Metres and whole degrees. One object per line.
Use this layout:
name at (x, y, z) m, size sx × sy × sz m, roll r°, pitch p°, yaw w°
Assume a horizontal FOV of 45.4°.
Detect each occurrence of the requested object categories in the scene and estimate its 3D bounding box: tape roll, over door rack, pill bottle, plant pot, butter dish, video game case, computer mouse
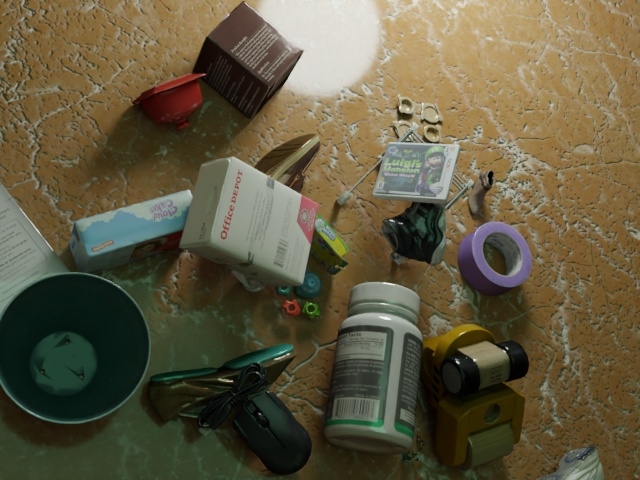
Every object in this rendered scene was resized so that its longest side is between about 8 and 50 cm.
tape roll at (0.474, 0.050, 2.086) m, size 0.189 × 0.080 × 0.189 m, roll 8°, pitch 66°, yaw -19°
over door rack at (0.219, -0.124, 2.047) m, size 0.239 × 0.108 × 0.324 m, roll 45°, pitch 74°, yaw 0°
pill bottle at (0.130, 0.294, 1.771) m, size 0.204 × 0.204 × 0.361 m, roll 18°, pitch 64°, yaw -15°
plant pot at (-0.505, 0.229, 1.534) m, size 0.290 × 0.195 × 0.290 m, roll 8°, pitch 69°, yaw -22°
butter dish at (-0.355, -0.330, 1.873) m, size 0.160 × 0.160 × 0.118 m, roll -28°, pitch 105°, yaw -30°
video game case at (0.241, -0.173, 1.926) m, size 0.190 × 0.022 × 0.173 m, roll 5°, pitch 59°, yaw 24°
computer mouse at (-0.115, 0.413, 1.646) m, size 0.188 × 0.072 × 0.272 m, roll -45°, pitch 111°, yaw -9°

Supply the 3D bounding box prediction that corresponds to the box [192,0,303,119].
box at (-0.186, -0.460, 1.967) m, size 0.203 × 0.167 × 0.168 m, roll 39°, pitch 61°, yaw -4°

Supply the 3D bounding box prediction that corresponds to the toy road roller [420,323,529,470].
toy road roller at (0.351, 0.362, 1.870) m, size 0.202 × 0.240 × 0.330 m, roll -10°, pitch 111°, yaw -26°

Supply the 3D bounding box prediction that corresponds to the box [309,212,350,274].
box at (0.000, 0.000, 1.894) m, size 0.043 × 0.105 × 0.179 m, roll -39°, pitch 88°, yaw -29°

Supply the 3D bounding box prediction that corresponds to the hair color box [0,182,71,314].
hair color box at (-0.709, -0.004, 1.596) m, size 0.185 × 0.113 × 0.374 m, roll -37°, pitch 87°, yaw -30°

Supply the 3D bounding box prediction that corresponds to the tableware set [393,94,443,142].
tableware set at (0.283, -0.344, 2.201) m, size 0.168 × 0.020 × 0.141 m, roll 6°, pitch 67°, yaw -20°

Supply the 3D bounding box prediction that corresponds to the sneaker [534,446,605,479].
sneaker at (0.611, 0.628, 1.896) m, size 0.297 × 0.111 × 0.129 m, roll -24°, pitch 86°, yaw -28°

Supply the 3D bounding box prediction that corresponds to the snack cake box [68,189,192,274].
snack cake box at (-0.411, -0.016, 1.701) m, size 0.264 × 0.152 × 0.089 m, roll -19°, pitch 78°, yaw -28°

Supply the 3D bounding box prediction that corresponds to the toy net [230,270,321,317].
toy net at (-0.108, 0.114, 1.842) m, size 0.232 × 0.045 × 0.122 m, roll 13°, pitch 74°, yaw -15°

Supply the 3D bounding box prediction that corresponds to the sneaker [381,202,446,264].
sneaker at (0.233, -0.073, 1.933) m, size 0.153 × 0.101 × 0.269 m, roll 2°, pitch 77°, yaw -8°

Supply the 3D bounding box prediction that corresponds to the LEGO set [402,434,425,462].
LEGO set at (0.218, 0.503, 1.832) m, size 0.083 × 0.023 × 0.054 m, roll -15°, pitch 78°, yaw -41°

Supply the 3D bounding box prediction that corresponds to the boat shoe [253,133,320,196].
boat shoe at (-0.104, -0.137, 1.916) m, size 0.342 × 0.123 × 0.123 m, roll -50°, pitch 123°, yaw -33°

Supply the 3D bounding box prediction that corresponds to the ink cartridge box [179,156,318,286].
ink cartridge box at (-0.153, -0.036, 1.712) m, size 0.283 × 0.117 × 0.207 m, roll 27°, pitch 68°, yaw -41°

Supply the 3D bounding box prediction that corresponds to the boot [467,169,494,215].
boot at (0.454, -0.139, 2.149) m, size 0.042 × 0.087 × 0.118 m, roll 15°, pitch 65°, yaw -19°

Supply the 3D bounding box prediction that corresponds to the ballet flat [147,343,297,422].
ballet flat at (-0.206, 0.323, 1.685) m, size 0.342 × 0.116 × 0.124 m, roll -11°, pitch 94°, yaw -26°
